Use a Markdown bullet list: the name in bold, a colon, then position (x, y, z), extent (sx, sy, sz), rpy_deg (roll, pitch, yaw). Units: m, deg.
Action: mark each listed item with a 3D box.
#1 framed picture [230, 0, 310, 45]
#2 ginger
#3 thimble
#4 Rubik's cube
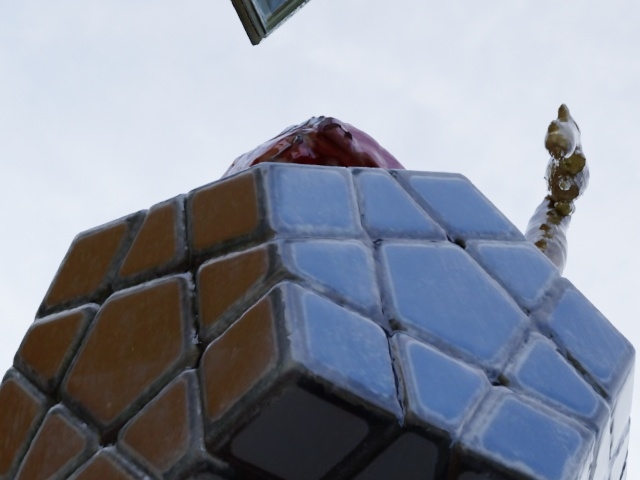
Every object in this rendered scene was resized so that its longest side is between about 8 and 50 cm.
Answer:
- **framed picture**: position (-0.028, -0.329, 1.253), extent (0.017, 0.217, 0.274), rpy_deg (33, -21, 43)
- **ginger**: position (0.229, -0.029, 1.404), extent (0.053, 0.176, 0.193), rpy_deg (16, -58, 16)
- **thimble**: position (0.000, 0.007, 1.133), extent (0.189, 0.163, 0.125), rpy_deg (58, -15, -7)
- **Rubik's cube**: position (-0.003, 0.114, 0.683), extent (0.319, 0.319, 0.264), rpy_deg (46, -53, 18)
